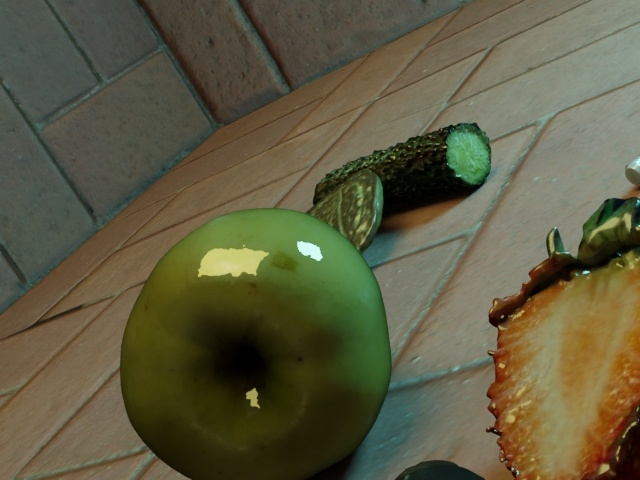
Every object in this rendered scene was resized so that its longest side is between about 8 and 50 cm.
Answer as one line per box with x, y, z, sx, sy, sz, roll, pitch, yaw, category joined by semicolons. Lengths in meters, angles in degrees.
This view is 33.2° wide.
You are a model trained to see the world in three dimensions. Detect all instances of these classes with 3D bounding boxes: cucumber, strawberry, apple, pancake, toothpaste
0.102;-0.094;1.597;0.096;0.096;0.359;-42;16;-32;cucumber
0.211;0.093;0.765;0.188;0.106;0.286;-26;28;39;strawberry
-0.052;0.100;0.992;0.262;0.262;0.262;-30;15;9;apple
0.000;-0.001;1.512;0.250;0.031;0.250;-40;24;22;pancake
0.404;-0.119;1.183;0.190;0.031;0.048;-36;12;-23;toothpaste

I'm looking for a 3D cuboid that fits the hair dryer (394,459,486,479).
-0.003;0.304;0.593;0.359;0.120;0.304;-39;27;17;hair dryer
